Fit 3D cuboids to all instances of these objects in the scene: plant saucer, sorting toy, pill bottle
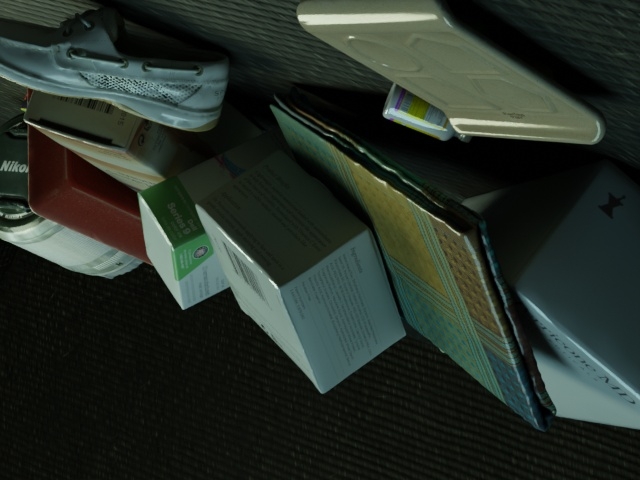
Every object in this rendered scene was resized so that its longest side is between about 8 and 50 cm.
[{"bbox_3d":[-0.263,-0.101,1.934,0.258,0.259,0.048,26,129,-36],"label":"plant saucer"},{"bbox_3d":[0.107,-0.145,1.196,0.208,0.038,0.193,31,168,-34],"label":"sorting toy"},{"bbox_3d":[0.102,-0.118,1.347,0.083,0.043,0.043,22,173,-4],"label":"pill bottle"}]

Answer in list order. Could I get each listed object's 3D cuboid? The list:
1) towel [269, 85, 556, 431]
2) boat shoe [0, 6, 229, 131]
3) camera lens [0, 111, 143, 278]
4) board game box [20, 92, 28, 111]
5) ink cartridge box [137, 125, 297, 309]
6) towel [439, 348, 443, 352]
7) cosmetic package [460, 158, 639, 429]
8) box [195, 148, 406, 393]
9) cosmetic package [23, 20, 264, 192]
[{"bbox_3d":[0.092,0.011,1.489,0.370,0.040,0.271,39,159,52],"label":"towel"},{"bbox_3d":[-0.227,-0.197,1.515,0.277,0.096,0.098,14,-153,-11],"label":"boat shoe"},{"bbox_3d":[-0.401,-0.073,2.368,0.219,0.219,0.274,16,172,32],"label":"camera lens"},{"bbox_3d":[-0.322,-0.171,2.111,0.170,0.048,0.141,26,172,-34],"label":"board game box"},{"bbox_3d":[-0.093,-0.032,1.714,0.093,0.212,0.154,55,162,24],"label":"ink cartridge box"},{"bbox_3d":[0.188,0.067,2.066,0.248,0.038,0.325,4,144,44],"label":"towel"},{"bbox_3d":[0.256,0.066,1.578,0.230,0.161,0.453,41,169,-6],"label":"cosmetic package"},{"bbox_3d":[-0.020,0.032,1.583,0.181,0.119,0.182,43,162,43],"label":"box"},{"bbox_3d":[-0.198,-0.132,1.737,0.153,0.129,0.296,17,172,25],"label":"cosmetic package"}]
